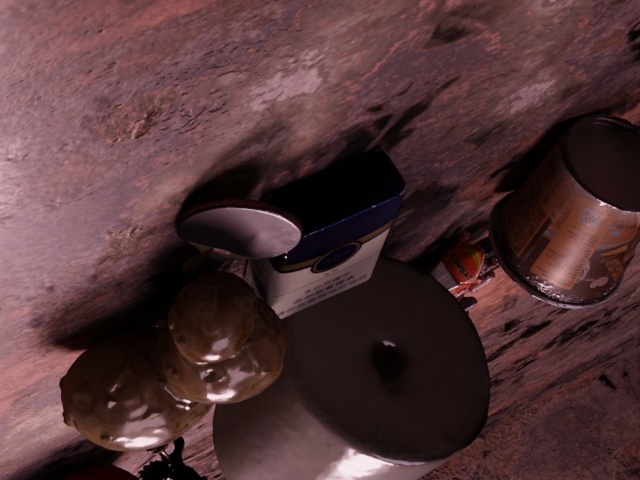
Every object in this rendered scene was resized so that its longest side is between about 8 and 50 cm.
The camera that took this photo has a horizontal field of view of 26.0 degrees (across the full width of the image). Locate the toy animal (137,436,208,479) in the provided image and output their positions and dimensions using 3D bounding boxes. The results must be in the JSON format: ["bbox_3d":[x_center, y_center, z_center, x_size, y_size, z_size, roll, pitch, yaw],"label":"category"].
[{"bbox_3d":[-0.246,0.382,2.290,0.062,0.108,0.220,-18,-170,-36],"label":"toy animal"}]

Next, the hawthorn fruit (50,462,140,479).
[{"bbox_3d":[-0.344,0.505,2.143,0.265,0.307,0.265,-32,168,-8],"label":"hawthorn fruit"}]

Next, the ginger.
[{"bbox_3d":[-0.157,0.137,1.655,0.304,0.155,0.244,-38,156,32],"label":"ginger"}]

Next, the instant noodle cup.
[{"bbox_3d":[0.367,-0.048,1.918,0.217,0.217,0.207,-19,153,-31],"label":"instant noodle cup"}]

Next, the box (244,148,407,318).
[{"bbox_3d":[0.000,0.000,1.674,0.168,0.071,0.259,-24,162,-18],"label":"box"}]

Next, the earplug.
[{"bbox_3d":[0.020,0.246,1.991,0.312,0.312,0.394,-17,159,-35],"label":"earplug"}]

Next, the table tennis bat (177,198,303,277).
[{"bbox_3d":[-0.101,0.000,1.520,0.130,0.019,0.220,15,155,-22],"label":"table tennis bat"}]

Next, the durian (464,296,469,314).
[{"bbox_3d":[0.180,0.216,2.267,0.163,0.198,0.394,-13,-151,34],"label":"durian"}]

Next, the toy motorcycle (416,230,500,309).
[{"bbox_3d":[0.160,0.086,2.121,0.298,0.089,0.171,-37,163,27],"label":"toy motorcycle"}]
